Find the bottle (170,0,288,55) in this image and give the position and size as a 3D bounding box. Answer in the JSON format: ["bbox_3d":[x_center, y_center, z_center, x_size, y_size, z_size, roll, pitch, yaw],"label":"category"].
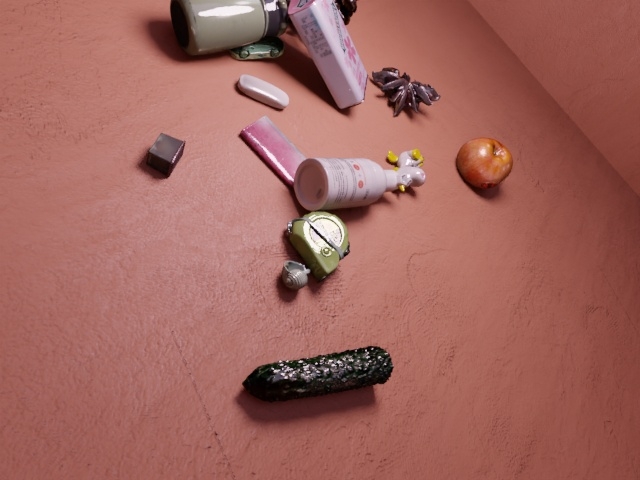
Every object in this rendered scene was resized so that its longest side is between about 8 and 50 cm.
[{"bbox_3d":[-0.247,-0.649,1.287,0.347,0.168,0.168,-24,78,-28],"label":"bottle"}]

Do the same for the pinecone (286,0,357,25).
[{"bbox_3d":[0.005,-0.856,1.557,0.296,0.298,0.242,-65,150,-30],"label":"pinecone"}]

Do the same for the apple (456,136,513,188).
[{"bbox_3d":[0.640,-0.303,1.720,0.209,0.164,0.209,14,57,-24],"label":"apple"}]

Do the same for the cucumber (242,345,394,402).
[{"bbox_3d":[0.000,0.297,0.985,0.359,0.096,0.096,3,63,-34],"label":"cucumber"}]

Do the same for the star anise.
[{"bbox_3d":[0.322,-0.582,1.704,0.282,0.129,0.212,20,48,-13],"label":"star anise"}]

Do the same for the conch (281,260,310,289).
[{"bbox_3d":[-0.065,0.088,1.090,0.076,0.057,0.085,41,16,16],"label":"conch"}]

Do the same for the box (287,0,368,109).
[{"bbox_3d":[0.036,-0.622,1.435,0.370,0.112,0.190,54,37,-42],"label":"box"}]

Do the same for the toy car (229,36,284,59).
[{"bbox_3d":[-0.203,-0.611,1.405,0.186,0.058,0.093,-14,71,-26],"label":"toy car"}]

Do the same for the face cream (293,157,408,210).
[{"bbox_3d":[0.106,-0.168,1.296,0.369,0.145,0.145,-8,68,-43],"label":"face cream"}]

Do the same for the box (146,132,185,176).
[{"bbox_3d":[-0.370,-0.207,1.057,0.063,0.060,0.085,25,54,-14],"label":"box"}]

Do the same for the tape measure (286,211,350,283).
[{"bbox_3d":[0.000,0.000,1.162,0.154,0.087,0.177,-33,83,-29],"label":"tape measure"}]

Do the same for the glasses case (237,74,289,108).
[{"bbox_3d":[-0.172,-0.452,1.343,0.164,0.041,0.063,17,54,-25],"label":"glasses case"}]

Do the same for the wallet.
[{"bbox_3d":[-0.116,-0.251,1.273,0.232,0.025,0.119,46,48,-2],"label":"wallet"}]

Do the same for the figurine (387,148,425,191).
[{"bbox_3d":[0.289,-0.229,1.502,0.129,0.109,0.178,6,57,-1],"label":"figurine"}]
